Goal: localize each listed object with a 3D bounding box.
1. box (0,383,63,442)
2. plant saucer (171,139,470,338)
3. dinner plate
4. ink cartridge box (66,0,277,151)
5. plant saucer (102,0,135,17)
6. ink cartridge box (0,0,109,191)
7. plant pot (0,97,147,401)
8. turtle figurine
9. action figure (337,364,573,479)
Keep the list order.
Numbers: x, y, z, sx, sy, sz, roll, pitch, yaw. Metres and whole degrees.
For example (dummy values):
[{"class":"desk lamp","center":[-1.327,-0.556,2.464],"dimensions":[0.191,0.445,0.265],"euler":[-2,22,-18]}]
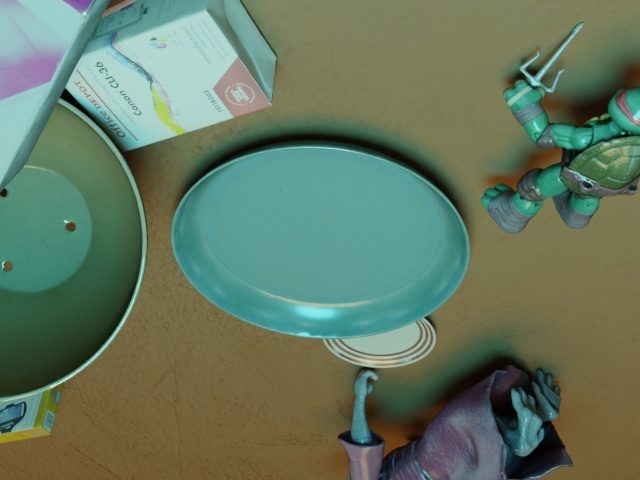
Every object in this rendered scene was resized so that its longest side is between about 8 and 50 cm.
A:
[{"class":"box","center":[-0.430,0.240,1.357],"dimensions":[0.136,0.081,0.028],"euler":[-14,138,22]},{"class":"plant saucer","center":[0.000,0.000,1.044],"dimensions":[0.317,0.044,0.317],"euler":[3,139,2]},{"class":"dinner plate","center":[0.073,0.115,1.204],"dimensions":[0.141,0.017,0.141],"euler":[2,140,2]},{"class":"ink cartridge box","center":[-0.152,-0.150,0.858],"dimensions":[0.198,0.067,0.115],"euler":[-14,138,22]},{"class":"plant saucer","center":[-0.298,-0.256,0.759],"dimensions":[0.259,0.048,0.258],"euler":[-19,135,25]},{"class":"ink cartridge box","center":[-0.312,-0.214,0.667],"dimensions":[0.324,0.071,0.330],"euler":[33,136,-11]},{"class":"plant pot","center":[-0.300,-0.007,0.927],"dimensions":[0.284,0.284,0.191],"euler":[9,-176,-5]},{"class":"turtle figurine","center":[0.243,-0.090,0.864],"dimensions":[0.175,0.118,0.234],"euler":[12,146,-10]},{"class":"action figure","center":[0.152,0.311,1.256],"dimensions":[0.370,0.276,0.248],"euler":[-35,134,21]}]
